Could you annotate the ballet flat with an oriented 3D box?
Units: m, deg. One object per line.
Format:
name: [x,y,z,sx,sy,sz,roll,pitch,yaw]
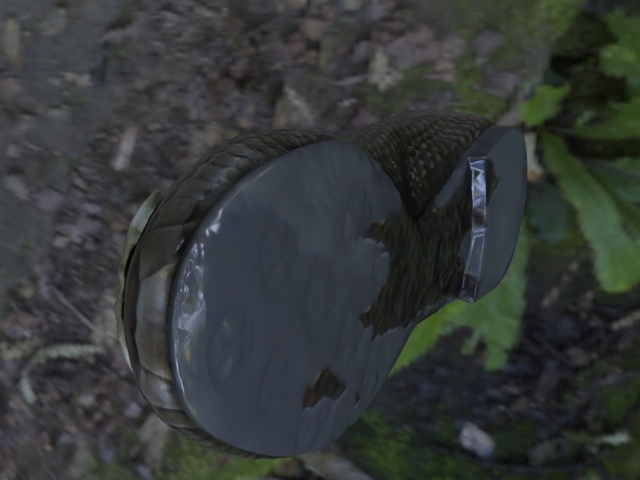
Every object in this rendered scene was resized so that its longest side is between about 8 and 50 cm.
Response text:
ballet flat: [0.000,0.000,0.501,0.058,0.250,0.084,10,104,20]
